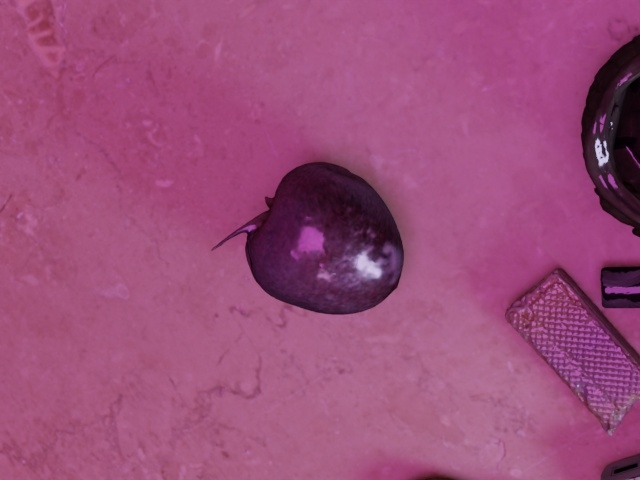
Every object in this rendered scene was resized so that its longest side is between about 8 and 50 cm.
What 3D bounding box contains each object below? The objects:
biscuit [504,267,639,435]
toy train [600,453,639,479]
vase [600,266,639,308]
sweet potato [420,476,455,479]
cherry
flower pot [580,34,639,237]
[{"bbox_3d":[0.378,0.158,1.759,0.108,0.062,0.239,-42,89,20],"label":"biscuit"},{"bbox_3d":[0.521,0.512,1.789,0.088,0.086,0.407,-22,97,16],"label":"toy train"},{"bbox_3d":[0.499,0.065,1.708,0.211,0.060,0.060,-1,102,15],"label":"vase"},{"bbox_3d":[0.224,0.398,1.849,0.281,0.059,0.067,11,140,14],"label":"sweet potato"},{"bbox_3d":[0.000,0.000,1.751,0.266,0.183,0.213,26,116,-10],"label":"cherry"},{"bbox_3d":[0.481,-0.127,1.591,0.302,0.213,0.302,3,102,13],"label":"flower pot"}]
